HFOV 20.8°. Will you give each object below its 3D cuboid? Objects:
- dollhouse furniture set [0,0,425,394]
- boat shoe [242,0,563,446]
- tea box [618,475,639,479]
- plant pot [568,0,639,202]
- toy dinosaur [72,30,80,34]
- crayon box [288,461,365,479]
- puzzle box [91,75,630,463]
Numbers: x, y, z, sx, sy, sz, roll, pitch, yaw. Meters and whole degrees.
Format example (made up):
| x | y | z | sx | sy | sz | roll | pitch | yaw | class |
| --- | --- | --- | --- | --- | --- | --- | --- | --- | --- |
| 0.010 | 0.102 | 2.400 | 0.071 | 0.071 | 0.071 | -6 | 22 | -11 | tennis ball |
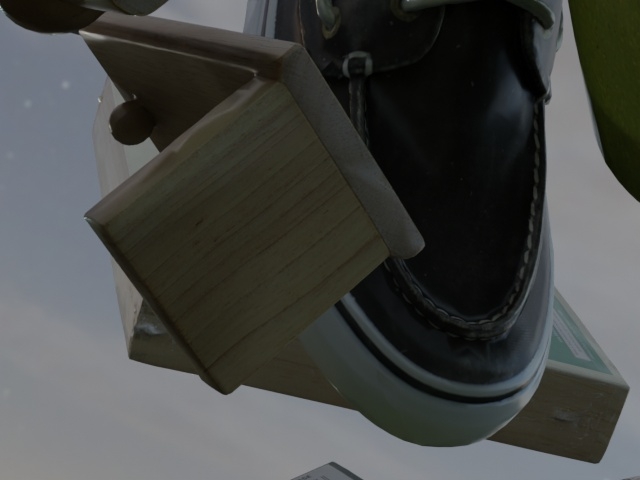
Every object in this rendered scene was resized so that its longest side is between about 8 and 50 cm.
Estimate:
| x | y | z | sx | sy | sz | roll | pitch | yaw | class |
| --- | --- | --- | --- | --- | --- | --- | --- | --- | --- |
| -0.095 | -0.018 | 0.396 | 0.144 | 0.151 | 0.123 | 57 | -17 | -25 | dollhouse furniture set |
| 0.034 | -0.095 | 0.654 | 0.121 | 0.335 | 0.119 | 4 | -27 | -25 | boat shoe |
| -0.033 | 0.246 | 0.606 | 0.329 | 0.220 | 0.323 | -24 | -9 | 22 | tea box |
| 0.164 | -0.189 | 0.477 | 0.275 | 0.275 | 0.293 | 7 | -47 | 43 | plant pot |
| -0.159 | -0.140 | 0.928 | 0.090 | 0.047 | 0.082 | 14 | -1 | 20 | toy dinosaur |
| -0.090 | 0.374 | 1.238 | 0.106 | 0.363 | 0.313 | 22 | -52 | 60 | crayon box |
| 0.000 | 0.000 | 1.083 | 0.272 | 0.052 | 0.409 | 15 | 17 | -14 | puzzle box |
